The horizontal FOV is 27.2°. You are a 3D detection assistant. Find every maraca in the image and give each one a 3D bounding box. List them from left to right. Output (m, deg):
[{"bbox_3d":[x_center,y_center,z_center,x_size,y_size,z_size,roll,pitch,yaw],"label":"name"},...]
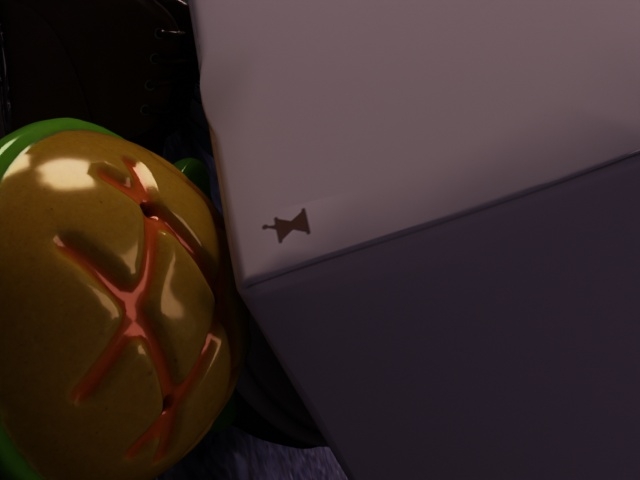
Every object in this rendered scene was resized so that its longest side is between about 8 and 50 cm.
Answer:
[{"bbox_3d":[-0.068,0.023,0.452,0.185,0.099,0.127,-5,91,-68],"label":"maraca"}]

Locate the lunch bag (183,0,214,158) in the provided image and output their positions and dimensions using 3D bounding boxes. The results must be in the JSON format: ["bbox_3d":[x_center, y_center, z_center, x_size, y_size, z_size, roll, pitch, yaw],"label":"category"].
[{"bbox_3d":[-0.037,-0.152,0.752,0.223,0.160,0.262,58,13,-54],"label":"lunch bag"}]

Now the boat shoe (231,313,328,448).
[{"bbox_3d":[-0.023,0.056,0.725,0.335,0.095,0.112,17,69,-71],"label":"boat shoe"}]

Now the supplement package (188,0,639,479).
[{"bbox_3d":[0.080,0.009,0.548,0.293,0.175,0.178,64,11,-50],"label":"supplement package"}]

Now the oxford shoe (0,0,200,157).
[{"bbox_3d":[-0.085,-0.057,0.533,0.083,0.096,0.227,-44,118,-79],"label":"oxford shoe"}]
